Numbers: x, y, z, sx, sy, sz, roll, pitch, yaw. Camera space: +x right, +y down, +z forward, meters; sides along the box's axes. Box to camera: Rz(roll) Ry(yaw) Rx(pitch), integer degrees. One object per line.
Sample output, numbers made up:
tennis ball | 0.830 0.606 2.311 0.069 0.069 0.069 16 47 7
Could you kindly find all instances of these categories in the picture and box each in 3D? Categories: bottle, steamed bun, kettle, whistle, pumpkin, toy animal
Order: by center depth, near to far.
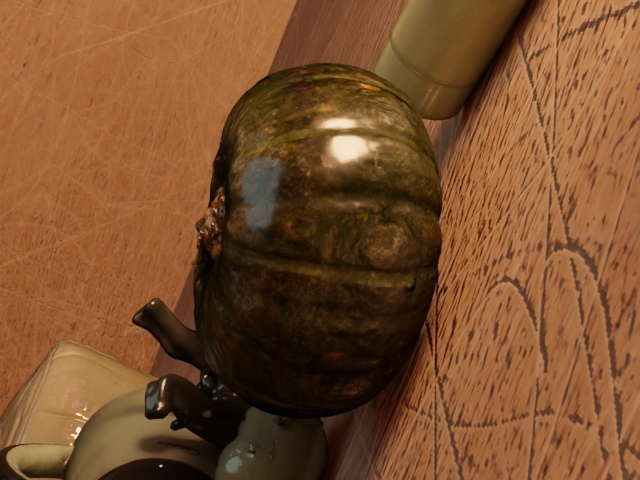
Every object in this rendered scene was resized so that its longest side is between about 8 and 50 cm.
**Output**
pumpkin | 0.000 0.000 0.798 0.223 0.157 0.224 -176 90 -77
bottle | 0.104 -0.172 0.827 0.072 0.072 0.201 -79 13 -47
whistle | -0.044 0.204 0.852 0.114 0.077 0.236 90 -171 -56
toy animal | -0.061 0.074 1.024 0.114 0.146 0.245 -11 33 45
kettle | -0.162 0.214 1.040 0.236 0.221 0.161 -142 72 -81
steamed bun | -0.292 0.315 1.494 0.236 0.247 0.383 -39 29 66
